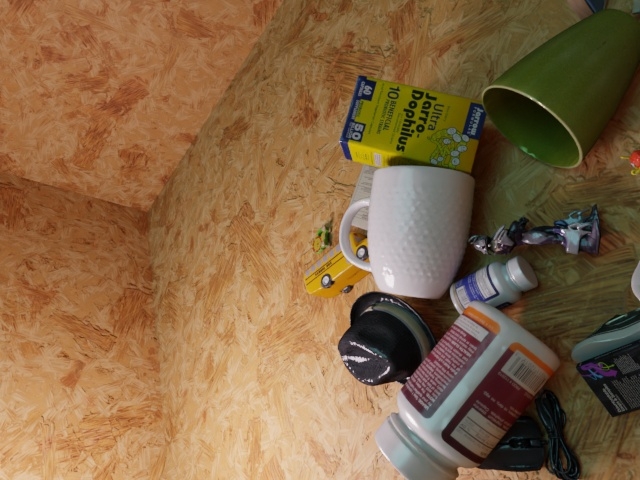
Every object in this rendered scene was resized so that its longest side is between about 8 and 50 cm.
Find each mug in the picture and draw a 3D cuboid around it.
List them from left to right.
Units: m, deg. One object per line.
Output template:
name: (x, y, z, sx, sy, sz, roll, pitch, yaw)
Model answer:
mug: (0.223, -0.018, 1.268, 0.374, 0.276, 0.328, 6, 87, 31)

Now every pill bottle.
pill bottle: (0.314, 0.348, 1.009, 0.392, 0.224, 0.224, -51, 41, 1)
pill bottle: (0.429, 0.117, 1.125, 0.187, 0.112, 0.112, -36, 51, 36)

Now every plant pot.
plant pot: (0.580, -0.365, 1.039, 0.293, 0.275, 0.275, -47, 43, 5)

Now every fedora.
fedora: (0.160, 0.302, 1.244, 0.334, 0.152, 0.334, 33, 136, 38)

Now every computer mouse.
computer mouse: (0.423, 0.455, 1.040, 0.272, 0.072, 0.188, -30, 56, 40)

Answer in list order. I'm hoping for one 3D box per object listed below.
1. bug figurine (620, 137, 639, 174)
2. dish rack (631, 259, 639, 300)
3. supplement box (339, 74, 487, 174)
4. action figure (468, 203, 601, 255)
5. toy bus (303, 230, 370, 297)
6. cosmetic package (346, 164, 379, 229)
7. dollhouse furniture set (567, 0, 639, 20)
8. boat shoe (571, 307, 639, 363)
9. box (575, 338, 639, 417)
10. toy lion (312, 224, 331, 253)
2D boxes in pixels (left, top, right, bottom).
bug figurine: (0.700, -0.166, 0.850, 0.216, 0.279, 0.072, -12, 99, 31)
dish rack: (0.739, 0.043, 0.736, 0.333, 0.072, 0.285, 25, 81, 48)
supplement box: (0.256, -0.302, 1.278, 0.357, 0.195, 0.194, 15, 88, 9)
action figure: (0.493, -0.013, 1.067, 0.285, 0.185, 0.099, -7, 99, 33)
toy bus: (0.089, 0.081, 1.543, 0.333, 0.108, 0.130, -41, 47, 33)
cosmetic package: (0.209, -0.168, 1.477, 0.153, 0.129, 0.296, 25, 95, 49)
dollhouse furniture set: (0.727, -0.666, 0.998, 0.303, 0.198, 0.286, 10, 84, 50)
boat shoe: (0.617, 0.190, 0.918, 0.219, 0.078, 0.070, -38, 14, 36)
box: (0.608, 0.265, 0.882, 0.162, 0.029, 0.116, -41, 77, 36)
toy lion: (0.000, 0.000, 1.741, 0.096, 0.034, 0.100, -22, 60, 52)
